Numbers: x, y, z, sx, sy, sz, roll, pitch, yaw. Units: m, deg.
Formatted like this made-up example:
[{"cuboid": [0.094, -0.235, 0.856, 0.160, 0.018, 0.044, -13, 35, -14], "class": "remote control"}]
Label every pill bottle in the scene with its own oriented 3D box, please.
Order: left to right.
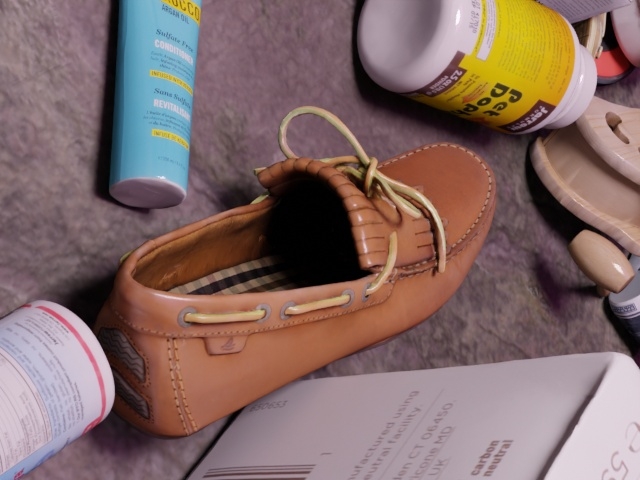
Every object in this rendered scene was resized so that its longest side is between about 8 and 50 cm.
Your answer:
[{"cuboid": [-0.202, 0.105, 0.779, 0.160, 0.087, 0.087, -34, 105, -43], "class": "pill bottle"}, {"cuboid": [0.142, -0.160, 1.158, 0.215, 0.117, 0.117, 14, 71, -42], "class": "pill bottle"}]

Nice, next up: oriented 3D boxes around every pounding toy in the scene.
[{"cuboid": [0.271, -0.050, 1.298, 0.154, 0.155, 0.269, 45, 37, 8], "class": "pounding toy"}]

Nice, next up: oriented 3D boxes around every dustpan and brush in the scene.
[{"cuboid": [0.328, -0.200, 1.330, 0.147, 0.060, 0.211, 46, 48, -37], "class": "dustpan and brush"}]

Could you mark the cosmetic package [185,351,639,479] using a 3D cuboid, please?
[{"cuboid": [0.082, 0.327, 0.842, 0.394, 0.327, 0.329, 57, 48, -21], "class": "cosmetic package"}]

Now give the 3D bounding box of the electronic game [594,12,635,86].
[{"cuboid": [0.261, -0.267, 1.351, 0.229, 0.048, 0.229, 13, 72, -43], "class": "electronic game"}]

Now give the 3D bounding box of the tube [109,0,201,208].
[{"cuboid": [-0.116, -0.126, 0.951, 0.080, 0.052, 0.207, 27, 56, -49], "class": "tube"}]

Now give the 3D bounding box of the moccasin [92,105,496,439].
[{"cuboid": [-0.002, -0.002, 0.955, 0.380, 0.139, 0.147, -20, 136, -39], "class": "moccasin"}]

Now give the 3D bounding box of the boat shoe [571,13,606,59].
[{"cuboid": [0.247, -0.205, 1.269, 0.048, 0.056, 0.153, 23, 64, -37], "class": "boat shoe"}]

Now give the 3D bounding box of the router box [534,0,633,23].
[{"cuboid": [0.150, -0.388, 1.154, 0.335, 0.082, 0.301, 25, 60, -46], "class": "router box"}]

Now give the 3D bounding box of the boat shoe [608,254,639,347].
[{"cuboid": [0.355, 0.039, 1.369, 0.183, 0.065, 0.083, -47, 116, -34], "class": "boat shoe"}]
